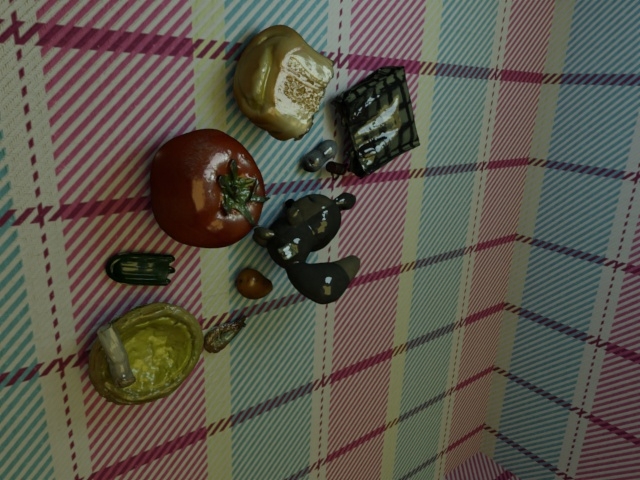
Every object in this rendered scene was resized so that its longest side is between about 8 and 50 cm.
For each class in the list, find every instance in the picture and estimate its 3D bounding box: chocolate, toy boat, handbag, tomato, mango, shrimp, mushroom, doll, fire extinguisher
[{"bbox_3d":[-0.003,-0.306,1.761,0.167,0.072,0.072,-45,128,-22],"label":"chocolate"},{"bbox_3d":[-0.536,0.086,1.465,0.210,0.052,0.104,6,104,-40],"label":"toy boat"},{"bbox_3d":[0.213,-0.446,1.825,0.327,0.162,0.325,-36,122,-29],"label":"handbag"},{"bbox_3d":[-0.331,-0.151,1.415,0.341,0.272,0.342,-12,106,-50],"label":"tomato"},{"bbox_3d":[-0.231,0.164,1.726,0.159,0.084,0.105,36,87,-41],"label":"mango"},{"bbox_3d":[-0.333,0.330,1.725,0.184,0.043,0.091,-34,121,-25],"label":"shrimp"},{"bbox_3d":[-0.569,0.322,1.354,0.059,0.054,0.202,-19,109,-29],"label":"mushroom"},{"bbox_3d":[-0.013,0.014,1.715,0.382,0.252,0.379,-32,93,-31],"label":"doll"},{"bbox_3d":[0.061,-0.263,1.825,0.078,0.045,0.157,-58,165,14],"label":"fire extinguisher"}]

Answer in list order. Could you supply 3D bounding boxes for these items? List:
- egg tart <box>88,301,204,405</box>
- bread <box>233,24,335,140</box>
[{"bbox_3d":[-0.539,0.335,1.493,0.345,0.132,0.346,-15,115,-35],"label":"egg tart"},{"bbox_3d":[-0.132,-0.483,1.510,0.270,0.211,0.316,22,87,-33],"label":"bread"}]
